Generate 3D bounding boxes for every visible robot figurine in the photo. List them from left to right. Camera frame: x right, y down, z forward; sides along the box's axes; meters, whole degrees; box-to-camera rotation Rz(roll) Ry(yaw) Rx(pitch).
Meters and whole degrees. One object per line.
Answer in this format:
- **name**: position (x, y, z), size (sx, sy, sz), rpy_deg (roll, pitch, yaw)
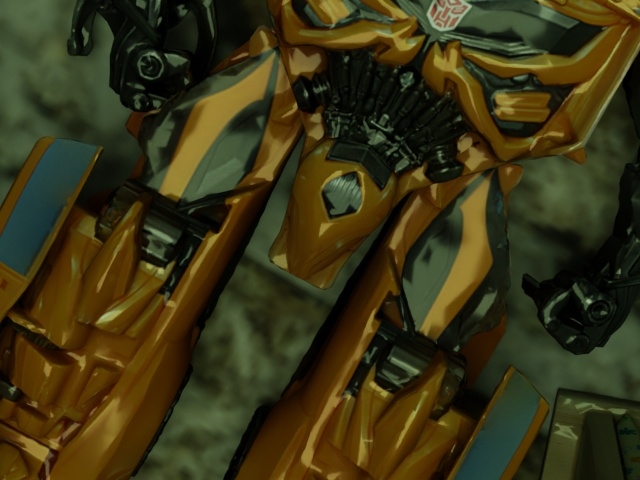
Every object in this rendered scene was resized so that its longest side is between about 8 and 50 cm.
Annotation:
- **robot figurine**: position (0.000, 0.000, 0.541), size (0.211, 0.085, 0.291), rpy_deg (27, 106, -3)

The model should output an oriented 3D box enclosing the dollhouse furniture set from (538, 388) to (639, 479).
- **dollhouse furniture set**: position (0.107, 0.155, 0.521), size (0.101, 0.182, 0.161), rpy_deg (10, 105, 3)
